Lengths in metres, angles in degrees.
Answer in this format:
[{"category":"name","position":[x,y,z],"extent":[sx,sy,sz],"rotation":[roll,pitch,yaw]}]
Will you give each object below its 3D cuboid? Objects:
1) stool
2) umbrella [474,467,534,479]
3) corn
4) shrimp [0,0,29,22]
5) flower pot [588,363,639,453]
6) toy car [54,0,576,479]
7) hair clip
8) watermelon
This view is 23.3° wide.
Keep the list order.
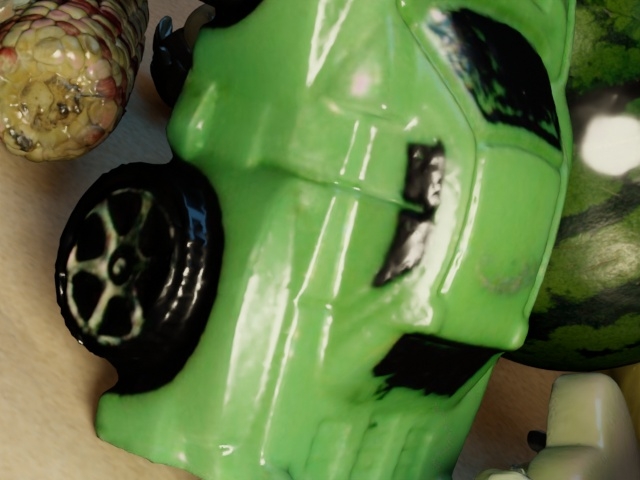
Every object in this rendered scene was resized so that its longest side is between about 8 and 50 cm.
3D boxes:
[{"category":"stool","position":[-0.025,-0.117,1.058],"extent":[0.217,0.121,0.125],"rotation":[24,27,-47]},{"category":"umbrella","position":[0.064,0.166,0.647],"extent":[0.067,0.143,0.062],"rotation":[3,-29,36]},{"category":"corn","position":[-0.143,-0.123,0.913],"extent":[0.086,0.086,0.253],"rotation":[34,20,-14]},{"category":"shrimp","position":[-0.242,-0.193,0.863],"extent":[0.143,0.052,0.251],"rotation":[-37,66,-23]},{"category":"flower pot","position":[0.277,0.074,1.105],"extent":[0.195,0.195,0.179],"rotation":[35,33,-14]},{"category":"toy car","position":[0.024,-0.009,0.721],"extent":[0.176,0.358,0.213],"rotation":[21,3,41]},{"category":"hair clip","position":[0.137,0.148,0.813],"extent":[0.218,0.071,0.159],"rotation":[8,74,-75]},{"category":"watermelon","position":[0.166,-0.067,0.965],"extent":[0.285,0.285,0.285],"rotation":[34,22,-16]}]
